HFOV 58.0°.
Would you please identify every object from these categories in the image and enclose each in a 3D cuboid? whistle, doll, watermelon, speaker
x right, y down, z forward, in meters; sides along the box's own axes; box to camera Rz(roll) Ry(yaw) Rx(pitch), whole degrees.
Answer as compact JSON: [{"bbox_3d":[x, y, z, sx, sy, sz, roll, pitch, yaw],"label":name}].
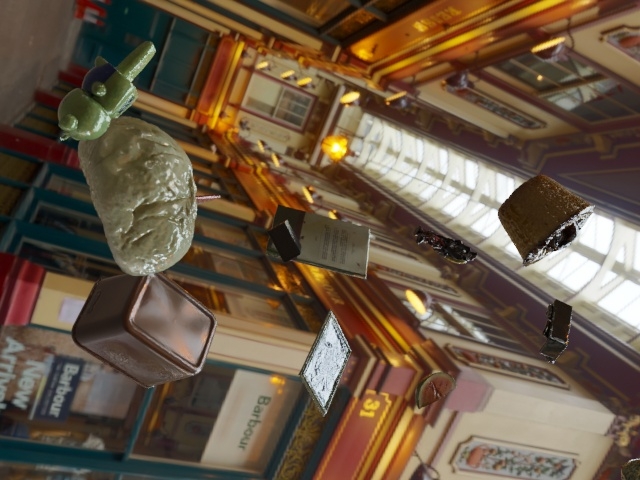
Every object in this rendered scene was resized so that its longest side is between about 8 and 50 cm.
[{"bbox_3d":[-0.367,-0.256,0.990,0.227,0.085,0.105,-51,-173,-7],"label":"whistle"},{"bbox_3d":[0.467,0.023,2.153,0.088,0.248,0.127,126,-21,-51],"label":"doll"},{"bbox_3d":[0.367,0.485,1.934,0.069,0.163,0.087,-6,-75,67],"label":"watermelon"},{"bbox_3d":[-0.079,0.000,1.321,0.044,0.082,0.218,-28,-175,0],"label":"speaker"}]

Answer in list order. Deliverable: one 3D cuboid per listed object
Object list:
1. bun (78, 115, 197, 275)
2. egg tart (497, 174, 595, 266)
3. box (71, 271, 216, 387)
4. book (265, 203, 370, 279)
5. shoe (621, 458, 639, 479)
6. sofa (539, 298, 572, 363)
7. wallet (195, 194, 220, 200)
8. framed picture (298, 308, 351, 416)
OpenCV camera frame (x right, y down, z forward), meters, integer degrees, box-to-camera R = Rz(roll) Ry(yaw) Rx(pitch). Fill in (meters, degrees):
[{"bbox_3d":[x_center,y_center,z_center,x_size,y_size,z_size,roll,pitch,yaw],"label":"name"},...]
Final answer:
[{"bbox_3d":[-0.401,-0.105,1.316,0.353,0.227,0.349,68,-21,11],"label":"bun"},{"bbox_3d":[0.537,-0.048,1.398,0.171,0.215,0.215,53,-52,24],"label":"egg tart"},{"bbox_3d":[-0.512,0.261,1.740,0.229,0.339,0.239,-17,-137,32],"label":"box"},{"bbox_3d":[0.000,0.000,1.639,0.201,0.289,0.026,-79,-173,-47],"label":"book"},{"bbox_3d":[0.717,0.512,1.195,0.103,0.098,0.275,-32,-176,-10],"label":"shoe"},{"bbox_3d":[0.583,0.227,1.456,0.147,0.060,0.085,-56,164,-44],"label":"sofa"},{"bbox_3d":[-0.395,-0.115,1.676,0.103,0.196,0.020,-7,-89,36],"label":"wallet"},{"bbox_3d":[0.026,0.421,2.001,0.018,0.231,0.293,-3,-141,30],"label":"framed picture"}]
